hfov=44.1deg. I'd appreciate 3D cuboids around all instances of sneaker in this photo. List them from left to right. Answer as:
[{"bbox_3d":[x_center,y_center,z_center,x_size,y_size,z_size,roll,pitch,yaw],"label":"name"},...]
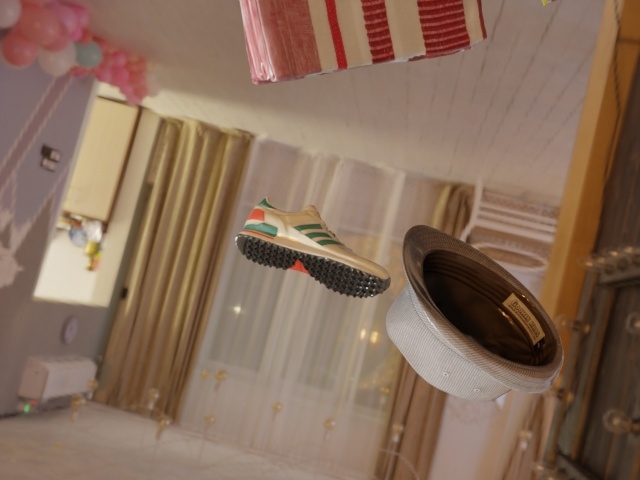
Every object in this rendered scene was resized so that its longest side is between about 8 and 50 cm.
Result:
[{"bbox_3d":[0.000,0.000,0.800,0.161,0.075,0.057,18,147,6],"label":"sneaker"}]

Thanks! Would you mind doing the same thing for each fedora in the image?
[{"bbox_3d":[0.186,0.117,1.054,0.275,0.124,0.244,27,-146,-18],"label":"fedora"}]

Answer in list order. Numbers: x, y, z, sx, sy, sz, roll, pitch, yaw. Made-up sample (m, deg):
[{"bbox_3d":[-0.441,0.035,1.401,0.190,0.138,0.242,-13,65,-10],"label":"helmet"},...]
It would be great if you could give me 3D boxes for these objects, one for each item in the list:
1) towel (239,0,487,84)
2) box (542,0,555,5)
[{"bbox_3d":[0.038,-0.284,0.750,0.037,0.237,0.329,-1,-166,46],"label":"towel"},{"bbox_3d":[0.329,-0.352,1.019,0.105,0.043,0.179,-16,176,19],"label":"box"}]
